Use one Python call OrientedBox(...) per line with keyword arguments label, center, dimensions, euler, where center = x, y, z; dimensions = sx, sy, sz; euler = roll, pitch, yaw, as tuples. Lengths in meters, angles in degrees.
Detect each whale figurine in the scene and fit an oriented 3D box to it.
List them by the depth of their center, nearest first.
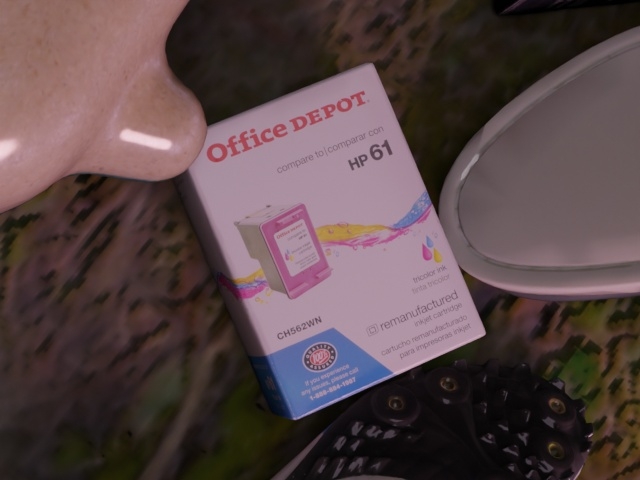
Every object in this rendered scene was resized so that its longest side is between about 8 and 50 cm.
OrientedBox(label="whale figurine", center=(-0.114, -0.116, 0.530), dimensions=(0.272, 0.141, 0.216), euler=(-36, 100, -24))

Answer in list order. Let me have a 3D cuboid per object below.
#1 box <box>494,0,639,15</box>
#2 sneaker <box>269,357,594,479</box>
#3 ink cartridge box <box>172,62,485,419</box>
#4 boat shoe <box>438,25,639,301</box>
OrientedBox(label="box", center=(0.151, -0.187, 0.595), dimensions=(0.158, 0.093, 0.156), euler=(-8, 88, -12))
OrientedBox(label="sneaker", center=(0.011, 0.128, 0.566), dimensions=(0.237, 0.086, 0.085), euler=(-32, 65, -22))
OrientedBox(label="ink cartridge box", center=(0.000, 0.000, 0.575), dimensions=(0.088, 0.052, 0.122), euler=(-23, 89, -11))
OrientedBox(label="boat shoe", center=(0.208, -0.044, 0.584), dimensions=(0.319, 0.099, 0.116), euler=(-23, 62, 8))
